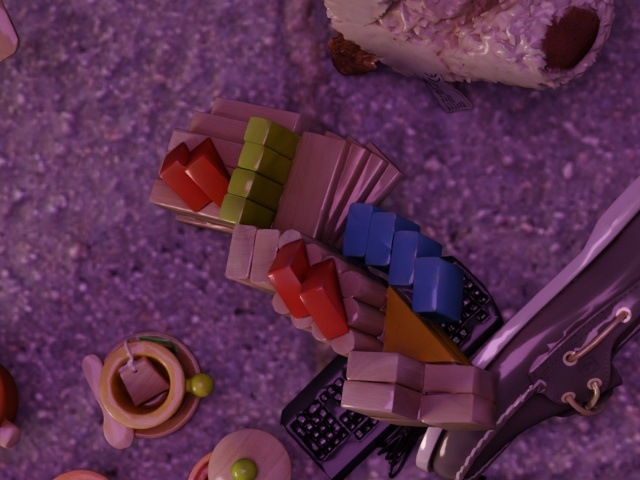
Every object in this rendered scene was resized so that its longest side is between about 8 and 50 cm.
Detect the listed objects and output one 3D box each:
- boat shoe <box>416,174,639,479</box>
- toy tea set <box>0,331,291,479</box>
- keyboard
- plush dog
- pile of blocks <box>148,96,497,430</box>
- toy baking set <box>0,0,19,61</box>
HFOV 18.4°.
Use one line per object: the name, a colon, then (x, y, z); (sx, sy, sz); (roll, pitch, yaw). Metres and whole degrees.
boat shoe: (0.195, 0.075, 1.483); (0.091, 0.109, 0.305); (41, 87, 15)
toy tea set: (-0.191, 0.163, 1.519); (0.336, 0.124, 0.200); (-7, 82, 7)
keyboard: (0.064, 0.106, 1.534); (0.192, 0.038, 0.100); (-45, 80, 2)
plush dog: (0.095, -0.246, 1.522); (0.262, 0.210, 0.225); (26, 72, -17)
pile of blocks: (0.000, 0.000, 1.460); (0.362, 0.113, 0.149); (43, 100, 31)
toy baking set: (-0.347, -0.215, 1.552); (0.256, 0.030, 0.196); (4, 95, 17)
